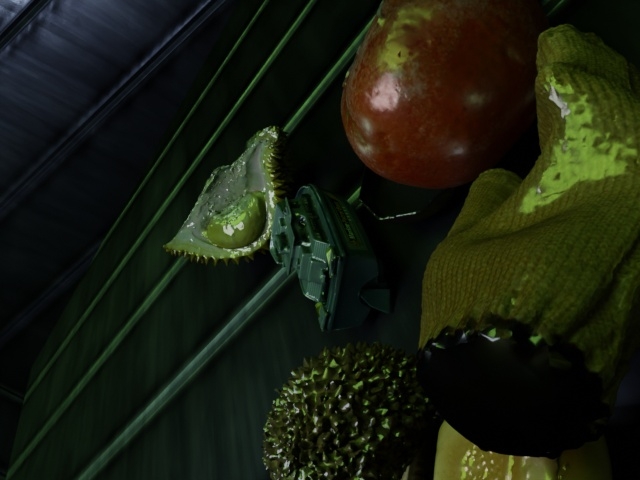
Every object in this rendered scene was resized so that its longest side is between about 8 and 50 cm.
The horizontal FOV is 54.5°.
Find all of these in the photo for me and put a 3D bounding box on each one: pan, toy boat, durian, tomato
[{"bbox_3d":[0.144,-0.077,0.736,0.202,0.048,0.128,-9,57,38],"label":"pan"},{"bbox_3d":[-0.003,0.001,0.849,0.296,0.122,0.114,-116,32,-60],"label":"toy boat"},{"bbox_3d":[0.046,0.186,0.568,0.196,0.196,0.167,-56,48,16],"label":"durian"},{"bbox_3d":[-0.132,-0.080,1.094,0.306,0.167,0.172,-49,28,27],"label":"durian"},{"bbox_3d":[0.129,-0.166,0.622,0.232,0.189,0.231,-156,90,-86],"label":"tomato"}]

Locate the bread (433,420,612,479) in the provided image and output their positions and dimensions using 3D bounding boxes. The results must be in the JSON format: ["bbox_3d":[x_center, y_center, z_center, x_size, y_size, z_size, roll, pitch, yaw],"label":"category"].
[{"bbox_3d":[0.134,0.258,0.419,0.142,0.091,0.305,-33,40,56],"label":"bread"}]

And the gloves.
[{"bbox_3d":[0.181,-0.012,0.461,0.356,0.155,0.203,-66,5,-33],"label":"gloves"}]
